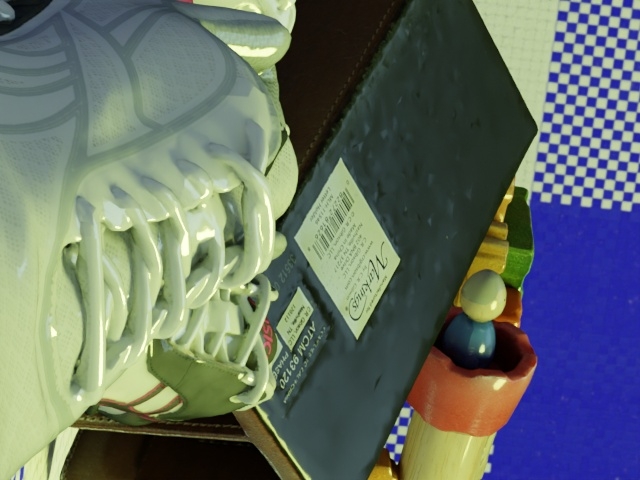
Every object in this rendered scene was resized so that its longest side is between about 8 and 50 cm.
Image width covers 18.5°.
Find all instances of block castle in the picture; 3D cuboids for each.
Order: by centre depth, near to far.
[{"bbox_3d":[0.000,0.000,1.454,0.453,0.303,0.212,-86,-171,-62],"label":"block castle"}]

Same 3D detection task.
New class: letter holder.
[{"bbox_3d":[-0.045,-0.008,1.107,0.152,0.214,0.302,58,47,-35],"label":"letter holder"}]

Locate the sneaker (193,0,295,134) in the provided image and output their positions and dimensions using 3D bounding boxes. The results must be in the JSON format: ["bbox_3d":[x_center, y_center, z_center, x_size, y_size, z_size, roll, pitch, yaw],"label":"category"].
[{"bbox_3d":[-0.063,-0.140,0.951,0.087,0.092,0.228,-113,-162,-55],"label":"sneaker"}]

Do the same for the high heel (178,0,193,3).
[{"bbox_3d":[-0.076,-0.084,0.809,0.244,0.082,0.117,65,37,-57],"label":"high heel"}]

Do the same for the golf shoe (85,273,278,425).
[{"bbox_3d":[-0.071,0.019,0.760,0.273,0.120,0.105,110,-13,-82],"label":"golf shoe"}]

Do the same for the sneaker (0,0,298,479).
[{"bbox_3d":[-0.067,-0.011,0.508,0.292,0.118,0.110,-83,-178,-64],"label":"sneaker"}]
